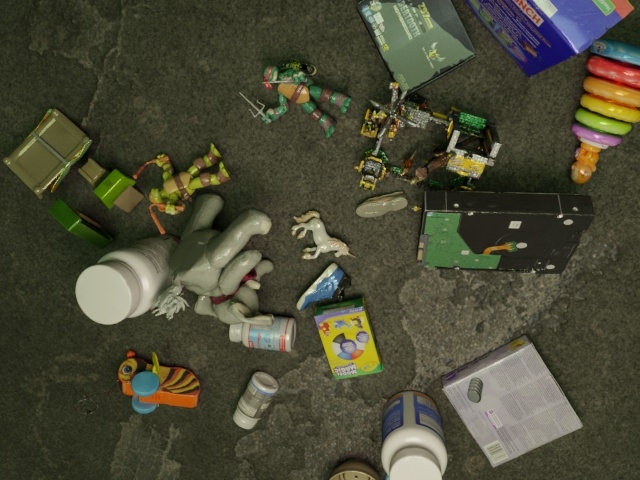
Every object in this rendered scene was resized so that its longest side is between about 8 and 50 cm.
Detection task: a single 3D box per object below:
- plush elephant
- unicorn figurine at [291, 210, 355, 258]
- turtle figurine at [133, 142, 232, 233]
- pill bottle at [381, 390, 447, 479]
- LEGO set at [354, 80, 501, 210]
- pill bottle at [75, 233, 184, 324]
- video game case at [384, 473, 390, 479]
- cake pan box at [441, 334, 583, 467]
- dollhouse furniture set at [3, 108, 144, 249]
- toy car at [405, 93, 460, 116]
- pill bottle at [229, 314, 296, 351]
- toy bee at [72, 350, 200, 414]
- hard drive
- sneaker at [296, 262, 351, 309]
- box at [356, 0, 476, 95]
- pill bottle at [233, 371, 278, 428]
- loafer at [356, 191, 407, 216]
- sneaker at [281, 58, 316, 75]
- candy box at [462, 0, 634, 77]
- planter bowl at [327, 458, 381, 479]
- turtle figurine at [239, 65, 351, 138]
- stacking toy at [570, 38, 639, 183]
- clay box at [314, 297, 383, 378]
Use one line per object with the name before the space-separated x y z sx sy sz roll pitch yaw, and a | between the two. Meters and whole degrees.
plush elephant | -0.216 0.088 1.272 0.271 0.255 0.330 12 65 44
unicorn figurine | 0.000 0.000 1.304 0.111 0.060 0.162 -25 97 12
turtle figurine | -0.325 -0.131 1.276 0.217 0.270 0.087 -27 137 0
pill bottle | 0.221 0.486 1.262 0.152 0.272 0.152 2 102 8
LEGO set | 0.229 -0.173 1.142 0.331 0.192 0.255 25 120 -1
pill bottle | -0.435 0.088 1.262 0.160 0.283 0.161 3 103 12
video game case | 0.222 0.694 1.435 0.119 0.015 0.166 16 103 4
cake pan box | 0.474 0.405 1.317 0.245 0.070 0.267 -33 95 15
dollhouse furniture set | -0.621 -0.159 1.357 0.301 0.151 0.197 40 83 16
toy car | 0.252 -0.294 1.215 0.122 0.060 0.041 26 135 9
pill bottle | -0.147 0.234 1.357 0.160 0.087 0.087 4 102 7
toy bee | -0.470 0.360 1.405 0.298 0.162 0.195 21 123 -28
hard drive | 0.390 -0.015 1.176 0.338 0.064 0.237 1 146 7
sneaker | 0.013 0.138 1.330 0.084 0.058 0.152 43 97 7
box | 0.212 -0.466 1.182 0.183 0.059 0.233 -27 96 11
pill bottle | -0.174 0.425 1.404 0.078 0.078 0.137 29 104 1
loafer | 0.148 -0.089 1.282 0.125 0.039 0.045 -12 132 13
sneaker | -0.052 -0.409 1.242 0.083 0.035 0.031 11 102 6
candy box | 0.403 -0.468 1.023 0.122 0.317 0.268 -42 93 13
planter bowl | 0.093 0.647 1.396 0.162 0.109 0.162 2 102 8
turtle figurine | -0.056 -0.336 1.208 0.234 0.175 0.118 25 61 -10
stacking toy | 0.611 -0.262 1.139 0.165 0.175 0.302 15 117 -1
clay box | 0.076 0.261 1.334 0.127 0.053 0.222 -14 109 12
